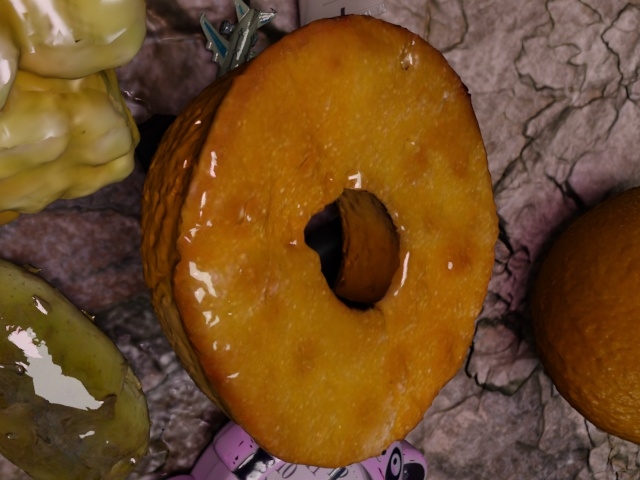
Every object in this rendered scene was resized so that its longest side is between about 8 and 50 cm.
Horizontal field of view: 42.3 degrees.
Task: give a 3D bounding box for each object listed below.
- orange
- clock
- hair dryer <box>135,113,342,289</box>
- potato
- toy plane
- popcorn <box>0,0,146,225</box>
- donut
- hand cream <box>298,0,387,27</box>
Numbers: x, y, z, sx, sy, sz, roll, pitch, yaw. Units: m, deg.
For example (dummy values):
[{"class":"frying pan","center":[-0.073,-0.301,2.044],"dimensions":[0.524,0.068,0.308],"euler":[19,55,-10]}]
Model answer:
[{"class":"orange","center":[0.350,0.072,0.832],"dimensions":[0.274,0.274,0.274],"euler":[-9,109,-26]},{"class":"clock","center":[-0.026,0.249,0.782],"dimensions":[0.248,0.090,0.228],"euler":[-44,121,-12]},{"class":"hair dryer","center":[0.001,-0.035,0.713],"dimensions":[0.302,0.116,0.244],"euler":[-33,119,-29]},{"class":"potato","center":[-0.214,0.101,0.631],"dimensions":[0.117,0.090,0.226],"euler":[-35,112,-8]},{"class":"toy plane","center":[-0.067,-0.153,0.667],"dimensions":[0.080,0.033,0.083],"euler":[17,104,-32]},{"class":"popcorn","center":[-0.225,-0.160,0.437],"dimensions":[0.274,0.335,0.279],"euler":[-28,159,-20]},{"class":"donut","center":[0.000,0.000,0.581],"dimensions":[0.302,0.110,0.303],"euler":[-9,103,-42]},{"class":"hand cream","center":[0.002,-0.261,0.663],"dimensions":[0.087,0.054,0.186],"euler":[-26,121,-21]}]
